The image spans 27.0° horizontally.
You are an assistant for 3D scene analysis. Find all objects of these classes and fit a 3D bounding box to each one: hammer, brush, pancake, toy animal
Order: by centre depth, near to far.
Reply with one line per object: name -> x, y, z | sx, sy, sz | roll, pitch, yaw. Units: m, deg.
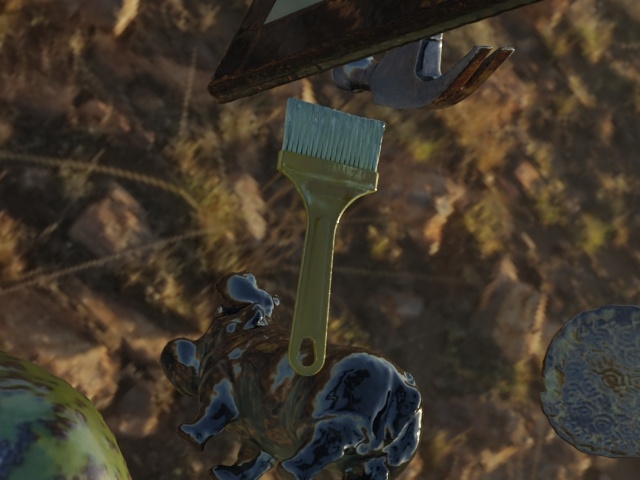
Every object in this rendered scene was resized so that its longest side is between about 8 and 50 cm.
hammer -> 0.082, -0.227, 0.874 | 0.037, 0.290, 0.137 | -4, 20, -42
brush -> 0.000, 0.000, 0.994 | 0.083, 0.011, 0.205 | 12, 78, -24
toy animal -> -0.049, 0.127, 1.142 | 0.168, 0.343, 0.106 | -40, 121, -13
pancake -> 0.349, 0.167, 1.561 | 0.199, 0.199, 0.021 | 42, 10, -10

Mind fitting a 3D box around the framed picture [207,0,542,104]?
framed picture -> 0.084, -0.223, 0.594 | 0.016, 0.265, 0.347 | 34, 69, -25

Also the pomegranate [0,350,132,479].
pomegranate -> -0.128, 0.109, 0.399 | 0.138, 0.125, 0.163 | 34, 62, 15
